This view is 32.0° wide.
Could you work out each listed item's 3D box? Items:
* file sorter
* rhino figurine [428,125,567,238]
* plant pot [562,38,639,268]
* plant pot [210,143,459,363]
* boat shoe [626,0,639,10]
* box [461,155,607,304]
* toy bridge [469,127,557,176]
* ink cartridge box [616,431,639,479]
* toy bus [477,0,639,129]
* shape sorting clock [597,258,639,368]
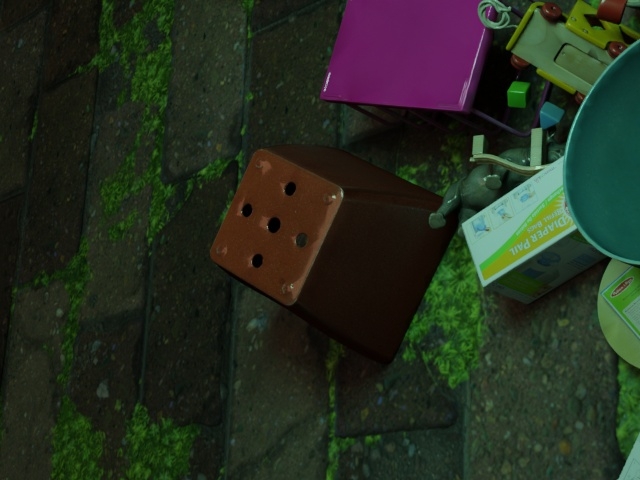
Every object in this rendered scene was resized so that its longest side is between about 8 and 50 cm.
[{"bbox_3d":[0.182,-0.267,1.643,0.290,0.182,0.202,13,85,48],"label":"file sorter"},{"bbox_3d":[0.265,-0.088,1.556,0.243,0.073,0.106,-33,12,32],"label":"rhino figurine"},{"bbox_3d":[0.448,-0.080,1.252,0.290,0.195,0.290,-27,51,40],"label":"plant pot"},{"bbox_3d":[0.000,0.000,1.652,0.267,0.236,0.267,28,97,35],"label":"plant pot"},{"bbox_3d":[0.468,-0.322,1.337,0.355,0.132,0.130,-134,54,-63],"label":"boat shoe"},{"bbox_3d":[0.307,-0.017,1.470,0.203,0.114,0.103,-35,53,30],"label":"box"},{"bbox_3d":[0.287,-0.117,1.476,0.188,0.026,0.063,-6,63,25],"label":"toy bridge"},{"bbox_3d":[0.391,0.351,1.235,0.189,0.066,0.232,46,124,45],"label":"ink cartridge box"},{"bbox_3d":[0.334,-0.264,1.478,0.191,0.202,0.104,-4,34,33],"label":"toy bus"},{"bbox_3d":[0.436,0.066,1.358,0.206,0.040,0.206,-15,62,31],"label":"shape sorting clock"}]
